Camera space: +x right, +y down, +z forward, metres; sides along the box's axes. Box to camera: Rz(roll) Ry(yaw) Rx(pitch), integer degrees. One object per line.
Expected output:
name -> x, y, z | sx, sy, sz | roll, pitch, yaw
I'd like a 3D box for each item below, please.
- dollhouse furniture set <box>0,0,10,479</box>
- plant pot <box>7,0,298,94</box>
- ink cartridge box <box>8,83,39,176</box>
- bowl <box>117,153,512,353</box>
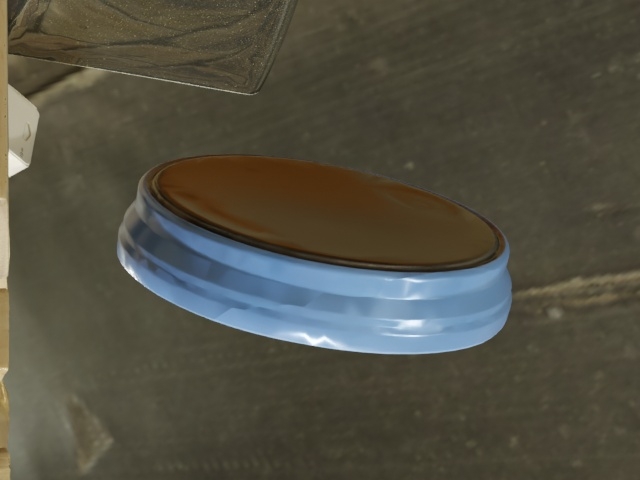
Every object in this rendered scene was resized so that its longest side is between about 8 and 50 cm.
dollhouse furniture set -> -0.311, 0.037, 0.837 | 0.394, 0.257, 0.362 | 106, 160, -53
plant pot -> -0.095, -0.223, 0.872 | 0.167, 0.188, 0.188 | -47, 44, 48
ink cartridge box -> -0.354, -0.095, 1.477 | 0.122, 0.088, 0.052 | -25, 133, 22
bowl -> 0.000, 0.000, 1.410 | 0.391, 0.391, 0.077 | 25, 112, 39
